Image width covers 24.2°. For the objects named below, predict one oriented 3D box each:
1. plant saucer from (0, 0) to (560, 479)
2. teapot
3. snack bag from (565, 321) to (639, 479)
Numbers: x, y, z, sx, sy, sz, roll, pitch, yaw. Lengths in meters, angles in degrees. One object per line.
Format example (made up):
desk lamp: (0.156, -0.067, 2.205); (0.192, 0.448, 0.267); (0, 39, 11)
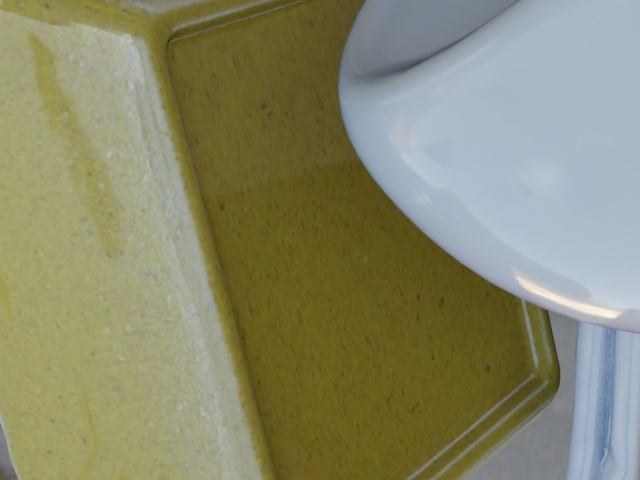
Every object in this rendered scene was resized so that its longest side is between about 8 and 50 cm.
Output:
plant saucer: (0.000, 0.000, 0.655); (0.081, 0.333, 0.333); (-5, 105, 36)
teapot: (0.139, -0.058, 0.448); (0.187, 0.252, 0.256); (42, -168, -17)
snack bag: (0.159, 0.099, 0.780); (0.037, 0.342, 0.323); (7, -169, 15)
